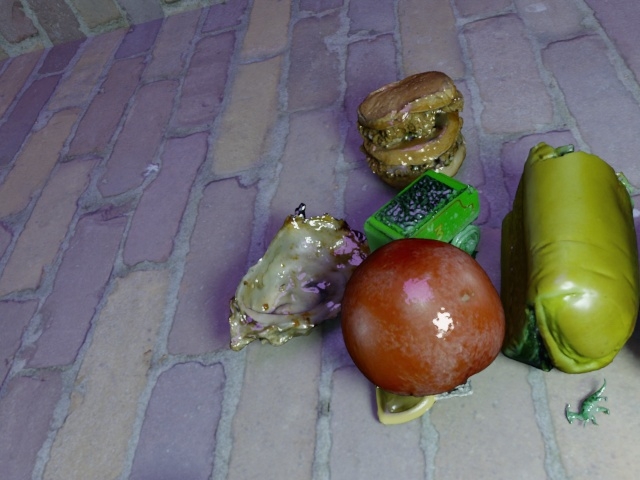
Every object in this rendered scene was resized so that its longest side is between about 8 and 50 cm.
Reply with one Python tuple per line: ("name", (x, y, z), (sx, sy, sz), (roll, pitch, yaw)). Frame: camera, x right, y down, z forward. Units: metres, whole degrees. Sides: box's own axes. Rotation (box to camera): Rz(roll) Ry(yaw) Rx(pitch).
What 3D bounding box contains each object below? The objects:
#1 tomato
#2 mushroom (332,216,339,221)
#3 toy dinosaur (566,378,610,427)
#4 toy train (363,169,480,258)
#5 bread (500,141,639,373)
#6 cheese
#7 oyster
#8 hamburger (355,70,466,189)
("tomato", (0.161, 0.115, 1.020), (0.264, 0.265, 0.265), (-11, 44, 11))
("mushroom", (0.000, 0.000, 1.369), (0.123, 0.052, 0.123), (-10, 51, 12))
("toy dinosaur", (0.417, 0.255, 0.980), (0.062, 0.021, 0.083), (-9, 45, 31))
("toy train", (0.203, -0.017, 1.210), (0.243, 0.188, 0.132), (-38, 47, -18))
("bread", (0.412, 0.037, 1.044), (0.208, 0.251, 0.377), (12, 48, 9))
("cheese", (0.174, 0.260, 1.057), (0.162, 0.036, 0.086), (-12, 46, 11))
("oyster", (-0.029, 0.099, 1.238), (0.221, 0.096, 0.361), (27, 60, 13))
("hamburger", (0.199, -0.243, 1.416), (0.244, 0.211, 0.261), (-5, 40, 27))
